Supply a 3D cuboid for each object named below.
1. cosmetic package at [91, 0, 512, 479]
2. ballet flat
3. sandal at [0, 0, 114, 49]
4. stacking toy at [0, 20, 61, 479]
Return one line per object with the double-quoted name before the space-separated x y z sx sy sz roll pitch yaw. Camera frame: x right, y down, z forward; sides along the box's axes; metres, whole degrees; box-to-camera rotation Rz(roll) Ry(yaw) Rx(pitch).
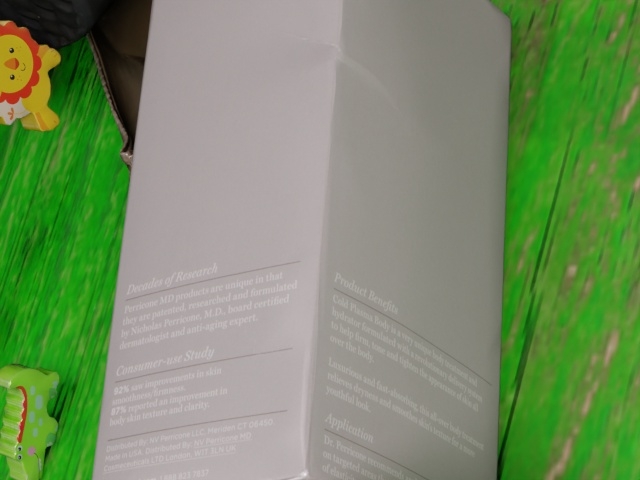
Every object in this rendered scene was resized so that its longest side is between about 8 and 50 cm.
"cosmetic package" 0.000 0.000 0.672 0.107 0.127 0.238 -16 57 32
"ballet flat" -0.084 -0.096 0.880 0.084 0.058 0.250 -41 44 25
"sandal" -0.214 -0.167 0.979 0.445 0.167 0.107 6 58 55
"stacking toy" -0.196 0.001 0.909 0.167 0.052 0.221 7 98 50
